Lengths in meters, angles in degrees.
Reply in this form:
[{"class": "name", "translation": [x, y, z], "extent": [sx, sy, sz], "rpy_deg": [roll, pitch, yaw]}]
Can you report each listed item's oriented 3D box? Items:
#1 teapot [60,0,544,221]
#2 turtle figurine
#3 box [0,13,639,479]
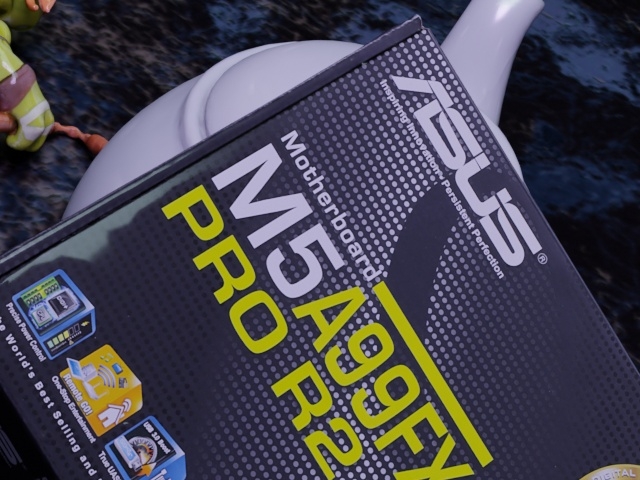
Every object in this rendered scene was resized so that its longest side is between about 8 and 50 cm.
[{"class": "teapot", "translation": [0.000, 0.000, 0.864], "extent": [0.253, 0.187, 0.256], "rpy_deg": [2, 42, -20]}, {"class": "turtle figurine", "translation": [-0.216, -0.117, 0.997], "extent": [0.217, 0.087, 0.269], "rpy_deg": [-10, 47, -32]}, {"class": "box", "translation": [0.016, 0.086, 0.688], "extent": [0.216, 0.060, 0.270], "rpy_deg": [-32, 92, -30]}]
